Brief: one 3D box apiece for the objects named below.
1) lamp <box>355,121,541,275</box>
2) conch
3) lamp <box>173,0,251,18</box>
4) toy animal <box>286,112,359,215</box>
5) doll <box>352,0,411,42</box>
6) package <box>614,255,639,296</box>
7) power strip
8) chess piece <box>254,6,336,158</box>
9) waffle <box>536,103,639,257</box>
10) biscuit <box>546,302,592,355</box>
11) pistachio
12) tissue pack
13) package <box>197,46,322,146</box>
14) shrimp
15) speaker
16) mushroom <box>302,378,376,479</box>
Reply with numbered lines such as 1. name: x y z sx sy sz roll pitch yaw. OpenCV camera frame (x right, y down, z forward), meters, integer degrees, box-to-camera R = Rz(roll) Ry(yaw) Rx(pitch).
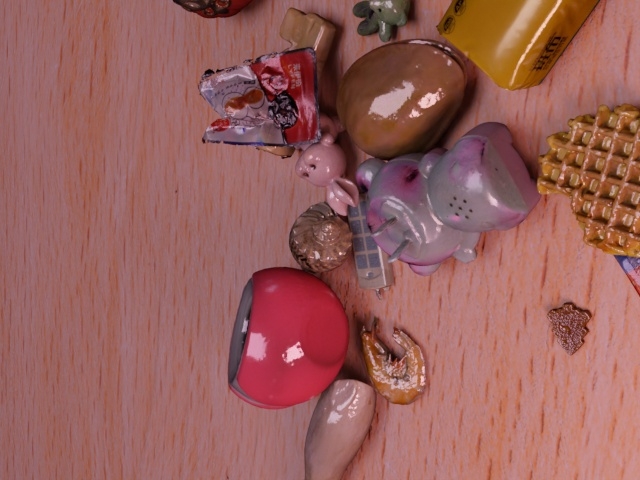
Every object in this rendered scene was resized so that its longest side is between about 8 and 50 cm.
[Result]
1. lamp: 0.206 -0.057 1.782 0.301 0.247 0.247 -21 108 44
2. conch: 0.000 0.000 2.091 0.207 0.130 0.155 110 178 -65
3. lamp: -0.231 -0.580 2.146 0.227 0.227 0.226 9 104 43
4. toy animal: 0.003 -0.152 2.029 0.124 0.124 0.212 -39 57 41
5. doll: 0.109 -0.434 1.931 0.150 0.078 0.115 -16 75 56
6. package: 0.532 0.056 1.634 0.083 0.022 0.200 -42 66 38
7. power strip: 0.099 0.009 2.043 0.080 0.029 0.226 -9 91 45
8. chess piece: -0.063 -0.328 2.089 0.137 0.137 0.300 41 118 31
9. waffle: 0.466 -0.089 1.641 0.249 0.056 0.253 -20 78 43
10. biscuit: 0.432 0.152 1.754 0.082 0.016 0.092 -5 95 40
11. pistachio: 0.147 -0.265 1.859 0.213 0.163 0.260 35 124 -5
12. tissue pack: 0.339 -0.405 1.663 0.192 0.134 0.270 48 127 26
13. package: -0.124 -0.274 2.037 0.270 0.071 0.193 -8 93 17
14. shrimp: 0.148 0.236 2.033 0.132 0.052 0.187 -34 79 23
15. speaker: -0.083 0.201 2.084 0.294 0.294 0.294 9 104 43
16. mushroom: 0.030 0.421 2.122 0.128 0.128 0.350 33 122 36
